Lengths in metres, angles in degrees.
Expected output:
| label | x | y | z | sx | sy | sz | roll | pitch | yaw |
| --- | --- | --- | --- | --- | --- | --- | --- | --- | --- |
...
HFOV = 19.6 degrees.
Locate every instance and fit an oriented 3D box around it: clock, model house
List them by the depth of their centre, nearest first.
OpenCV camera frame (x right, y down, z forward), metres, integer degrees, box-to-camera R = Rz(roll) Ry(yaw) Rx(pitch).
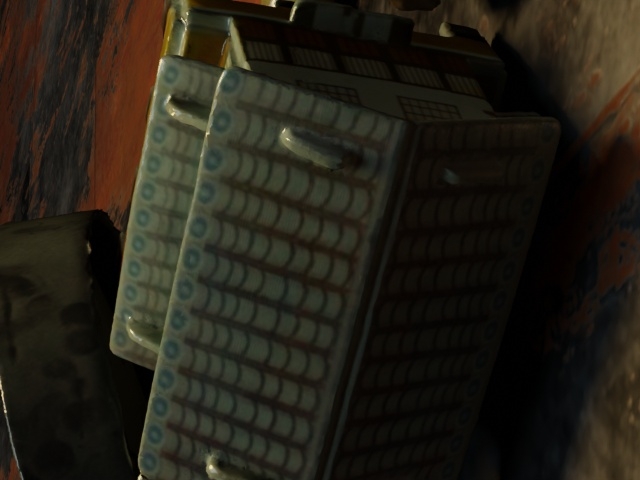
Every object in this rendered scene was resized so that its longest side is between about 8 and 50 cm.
| label | x | y | z | sx | sy | sz | roll | pitch | yaw |
| --- | --- | --- | --- | --- | --- | --- | --- | --- | --- |
| model house | 0.000 | 0.000 | 0.936 | 0.215 | 0.198 | 0.224 | -104 | 26 | -63 |
| clock | -0.115 | 0.130 | 1.076 | 0.312 | 0.061 | 0.313 | -17 | -90 | -89 |

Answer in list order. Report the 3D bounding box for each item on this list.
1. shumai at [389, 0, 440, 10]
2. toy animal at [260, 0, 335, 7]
| label | x | y | z | sx | sy | sz | roll | pitch | yaw |
| --- | --- | --- | --- | --- | --- | --- | --- | --- | --- |
| shumai | 0.015 | -0.248 | 0.983 | 0.184 | 0.185 | 0.218 | -96 | 19 | -55 |
| toy animal | -0.018 | -0.137 | 1.268 | 0.101 | 0.103 | 0.219 | 84 | -175 | -75 |
